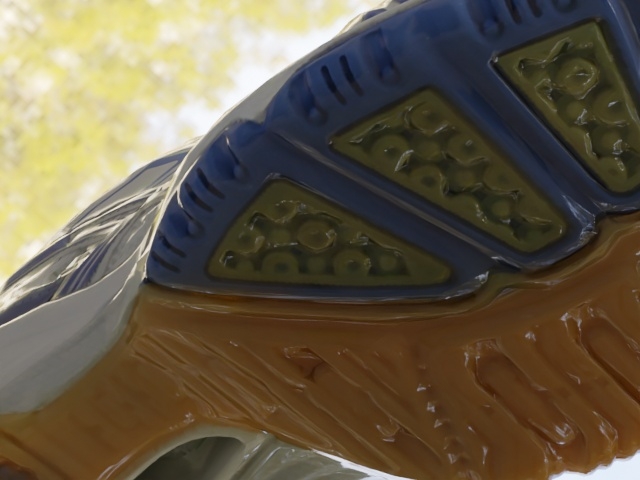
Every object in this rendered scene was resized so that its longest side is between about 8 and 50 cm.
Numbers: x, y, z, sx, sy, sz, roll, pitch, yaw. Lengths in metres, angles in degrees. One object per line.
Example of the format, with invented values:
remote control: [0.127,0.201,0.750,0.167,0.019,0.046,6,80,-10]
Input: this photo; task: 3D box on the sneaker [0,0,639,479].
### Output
sneaker: [0.000,0.000,0.443,0.296,0.112,0.131,-31,-156,24]
